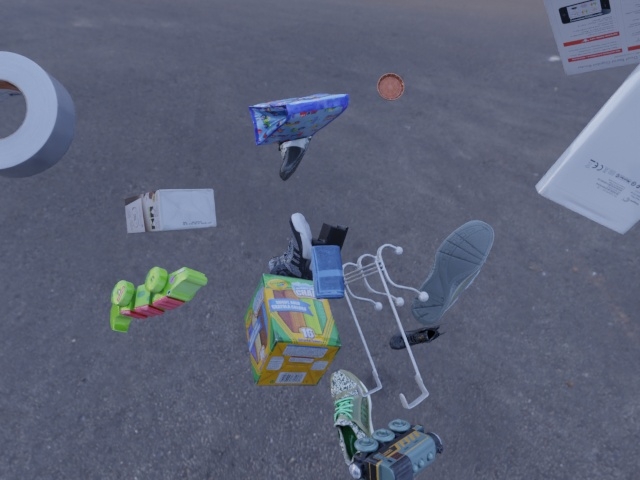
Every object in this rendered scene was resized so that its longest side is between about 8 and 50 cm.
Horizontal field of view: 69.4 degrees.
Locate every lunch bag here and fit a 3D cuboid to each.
[{"bbox_3d":[-0.061,-0.398,1.467,0.221,0.138,0.293,-17,12,-29],"label":"lunch bag"}]

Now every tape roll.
[{"bbox_3d":[-0.578,-0.229,0.855,0.219,0.219,0.072,0,-5,-2],"label":"tape roll"}]

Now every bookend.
[{"bbox_3d":[0.000,0.000,1.689,0.157,0.156,0.072,15,6,-30],"label":"bookend"}]

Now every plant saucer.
[{"bbox_3d":[0.214,-0.470,1.418,0.083,0.083,0.013,-4,-1,-5],"label":"plant saucer"}]

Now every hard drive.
[{"bbox_3d":[0.657,-0.194,0.948,0.233,0.353,0.047,24,36,-8],"label":"hard drive"}]

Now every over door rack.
[{"bbox_3d":[0.147,0.187,1.035,0.108,0.239,0.324,-6,79,-19],"label":"over door rack"}]

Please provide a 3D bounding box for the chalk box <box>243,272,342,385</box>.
[{"bbox_3d":[-0.087,0.211,1.222,0.180,0.179,0.289,9,37,-25],"label":"chalk box"}]

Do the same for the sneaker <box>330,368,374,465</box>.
[{"bbox_3d":[0.112,0.677,1.772,0.158,0.182,0.410,-30,52,14],"label":"sneaker"}]

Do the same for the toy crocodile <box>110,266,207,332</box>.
[{"bbox_3d":[-0.428,0.149,1.187,0.340,0.115,0.105,-21,58,27],"label":"toy crocodile"}]

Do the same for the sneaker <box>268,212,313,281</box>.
[{"bbox_3d":[-0.095,0.043,1.445,0.153,0.268,0.101,-10,35,4],"label":"sneaker"}]

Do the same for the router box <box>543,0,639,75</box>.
[{"bbox_3d":[0.644,-0.490,0.919,0.335,0.301,0.082,3,67,40],"label":"router box"}]

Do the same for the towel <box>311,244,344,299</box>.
[{"bbox_3d":[0.016,0.066,0.988,0.067,0.029,0.119,-2,67,-8],"label":"towel"}]

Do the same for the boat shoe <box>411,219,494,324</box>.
[{"bbox_3d":[0.363,0.090,1.272,0.118,0.320,0.103,31,6,23],"label":"boat shoe"}]

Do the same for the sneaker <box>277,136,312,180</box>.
[{"bbox_3d":[-0.114,-0.363,1.686,0.146,0.122,0.330,26,58,-11],"label":"sneaker"}]

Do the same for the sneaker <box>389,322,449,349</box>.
[{"bbox_3d":[0.300,0.291,1.409,0.170,0.089,0.051,-12,79,-21],"label":"sneaker"}]

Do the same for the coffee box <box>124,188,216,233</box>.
[{"bbox_3d":[-0.466,-0.087,1.415,0.168,0.118,0.297,-6,3,-41],"label":"coffee box"}]

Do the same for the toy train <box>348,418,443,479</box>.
[{"bbox_3d":[0.248,0.692,1.488,0.334,0.142,0.190,-6,6,-44],"label":"toy train"}]
